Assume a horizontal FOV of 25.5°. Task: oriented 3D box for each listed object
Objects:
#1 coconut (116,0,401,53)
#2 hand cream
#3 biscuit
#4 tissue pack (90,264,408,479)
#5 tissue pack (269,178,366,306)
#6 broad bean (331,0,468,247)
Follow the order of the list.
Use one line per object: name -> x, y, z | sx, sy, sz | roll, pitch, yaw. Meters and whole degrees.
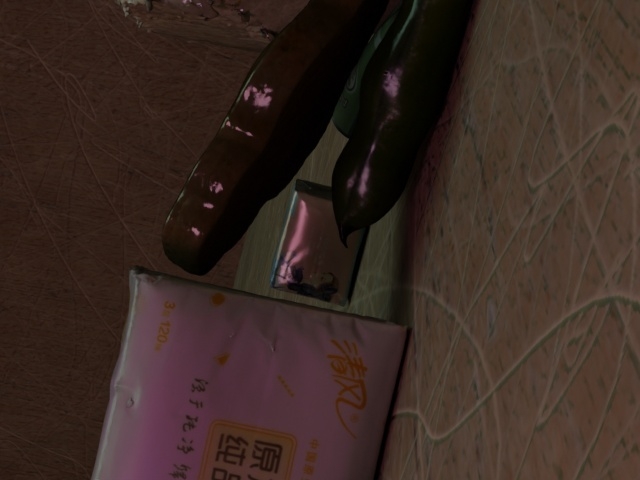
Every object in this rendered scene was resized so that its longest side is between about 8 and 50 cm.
coconut -> -0.078, -0.336, 1.223 | 0.360, 0.346, 0.346 | 54, 146, 28
hand cream -> 0.056, -0.152, 1.124 | 0.086, 0.055, 0.235 | -58, -3, -29
biscuit -> -0.011, -0.117, 0.989 | 0.319, 0.047, 0.183 | -57, -6, 9
tissue pack -> -0.060, 0.145, 0.943 | 0.124, 0.185, 0.225 | 172, 110, -83
tissue pack -> 0.000, 0.000, 1.239 | 0.059, 0.074, 0.094 | -71, -5, -75
broad bean -> 0.073, -0.141, 0.975 | 0.318, 0.056, 0.098 | -68, -13, 8
